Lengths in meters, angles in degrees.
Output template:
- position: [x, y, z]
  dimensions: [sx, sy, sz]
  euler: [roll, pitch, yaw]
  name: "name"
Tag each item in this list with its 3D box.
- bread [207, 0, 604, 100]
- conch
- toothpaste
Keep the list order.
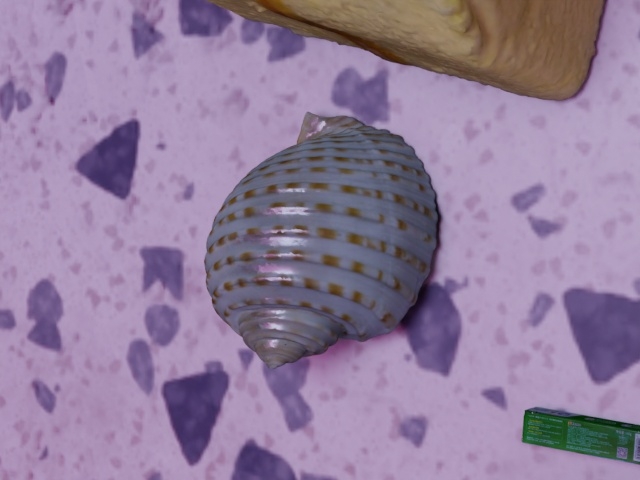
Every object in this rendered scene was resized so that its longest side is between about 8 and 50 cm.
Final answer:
- position: [0.028, -0.231, 0.952]
  dimensions: [0.263, 0.198, 0.236]
  euler: [18, 93, 29]
  name: "bread"
- position: [-0.002, 0.002, 1.025]
  dimensions: [0.135, 0.102, 0.153]
  euler: [13, 98, 16]
  name: "conch"
- position: [0.156, 0.111, 0.973]
  dimensions: [0.083, 0.017, 0.020]
  euler: [8, 98, 32]
  name: "toothpaste"
